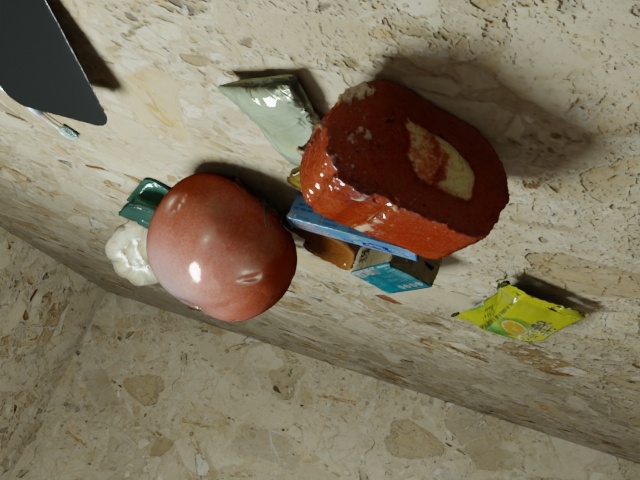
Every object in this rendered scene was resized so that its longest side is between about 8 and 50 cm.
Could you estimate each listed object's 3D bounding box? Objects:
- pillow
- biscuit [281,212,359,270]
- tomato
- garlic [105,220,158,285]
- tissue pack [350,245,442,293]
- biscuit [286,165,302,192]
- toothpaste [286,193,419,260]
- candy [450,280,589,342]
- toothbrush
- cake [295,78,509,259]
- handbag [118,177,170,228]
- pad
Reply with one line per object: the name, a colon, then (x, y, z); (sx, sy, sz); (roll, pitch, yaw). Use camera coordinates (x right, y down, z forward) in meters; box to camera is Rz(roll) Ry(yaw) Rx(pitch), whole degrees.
pillow: (-0.046, -0.177, 0.978); (0.148, 0.050, 0.229); (15, 161, 35)
biscuit: (0.000, 0.000, 1.423); (0.186, 0.036, 0.192); (23, 162, 7)
tomato: (-0.214, 0.027, 1.343); (0.341, 0.272, 0.341); (35, 168, 9)
garlic: (-0.542, 0.023, 1.923); (0.219, 0.218, 0.212); (27, -170, -12)
tissue pack: (0.159, 0.051, 1.310); (0.120, 0.082, 0.169); (28, 160, -18)
biscuit: (0.083, -0.081, 1.045); (0.172, 0.029, 0.254); (-15, 148, 37)
toothpaste: (0.070, -0.029, 1.219); (0.272, 0.066, 0.053); (16, 160, 20)
candy: (0.414, 0.162, 1.329); (0.187, 0.081, 0.297); (21, 161, 0)
toothbrush: (-0.647, -0.301, 1.355); (0.027, 0.021, 0.269); (-12, 144, 38)
cake: (0.110, -0.095, 0.832); (0.283, 0.176, 0.151); (21, 162, -12)
handbag: (-0.364, -0.038, 1.654); (0.326, 0.089, 0.238); (29, 160, -21)
pad: (-0.468, -0.351, 1.021); (0.315, 0.063, 0.375); (18, 150, 16)
